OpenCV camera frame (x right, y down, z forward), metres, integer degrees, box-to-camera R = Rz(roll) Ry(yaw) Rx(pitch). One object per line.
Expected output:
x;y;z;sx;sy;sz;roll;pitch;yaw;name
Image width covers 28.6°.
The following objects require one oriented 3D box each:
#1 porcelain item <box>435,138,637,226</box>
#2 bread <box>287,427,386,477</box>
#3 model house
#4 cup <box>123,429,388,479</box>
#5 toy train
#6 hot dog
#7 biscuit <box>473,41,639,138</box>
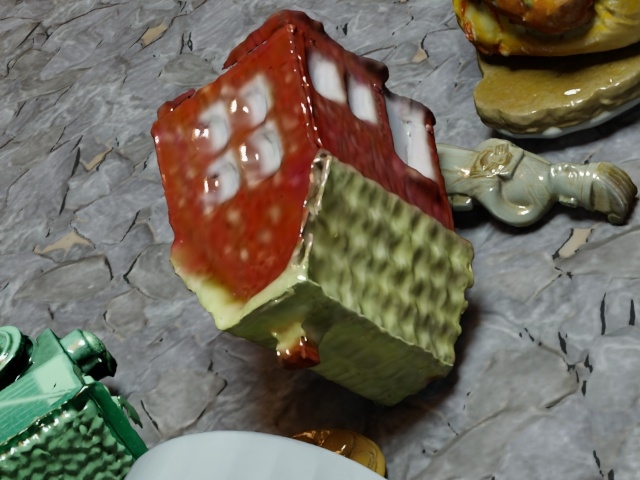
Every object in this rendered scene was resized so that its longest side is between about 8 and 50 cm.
0.146;-0.048;1.016;0.213;0.054;0.084;6;51;33;porcelain item
-0.004;0.175;0.878;0.110;0.024;0.110;-15;42;14;bread
0.000;0.000;0.909;0.160;0.196;0.254;-29;50;26;model house
-0.068;0.297;0.606;0.253;0.253;0.371;-6;41;24;cup
-0.271;0.170;0.966;0.269;0.115;0.154;-34;34;-9;toy train
0.177;-0.247;1.080;0.153;0.150;0.256;-19;35;-6;hot dog
0.223;-0.165;1.102;0.181;0.049;0.208;-15;37;16;biscuit
